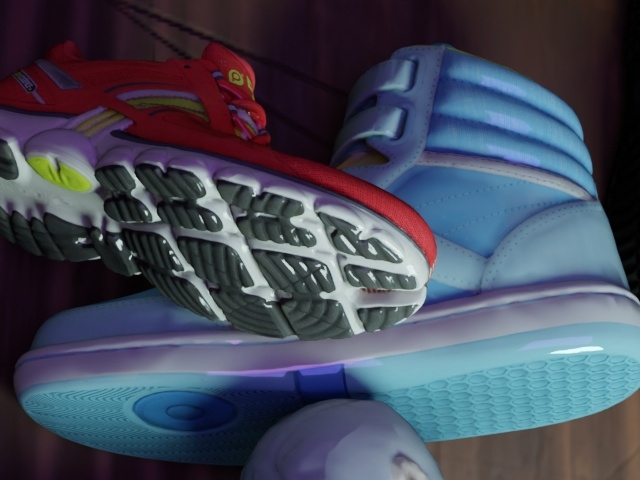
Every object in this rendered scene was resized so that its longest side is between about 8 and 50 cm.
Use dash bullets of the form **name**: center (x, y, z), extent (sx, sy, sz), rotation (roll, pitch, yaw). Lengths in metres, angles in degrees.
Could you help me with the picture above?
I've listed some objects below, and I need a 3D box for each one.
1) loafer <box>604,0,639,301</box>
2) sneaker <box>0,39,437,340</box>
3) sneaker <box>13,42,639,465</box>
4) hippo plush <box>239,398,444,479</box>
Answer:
- **loafer**: center (0.219, -0.059, 0.929), extent (0.078, 0.080, 0.220), rotation (9, 83, -16)
- **sneaker**: center (-0.057, -0.043, 0.763), extent (0.118, 0.279, 0.107), rotation (-50, 142, -29)
- **sneaker**: center (0.000, 0.000, 0.851), extent (0.319, 0.127, 0.208), rotation (-5, 63, -1)
- **hippo plush**: center (-0.001, 0.209, 0.727), extent (0.237, 0.234, 0.294), rotation (-35, 102, -5)
